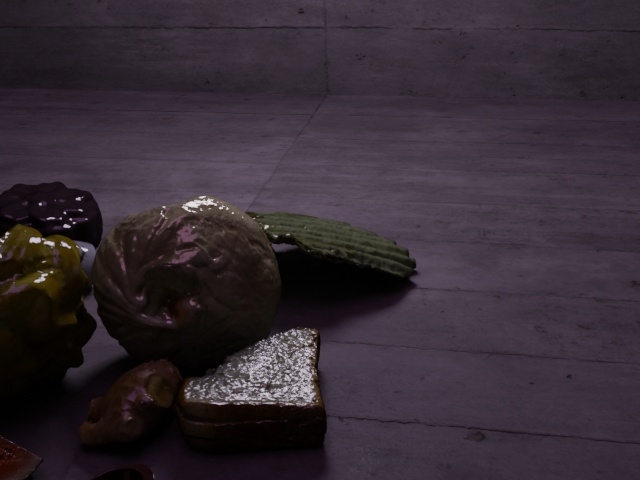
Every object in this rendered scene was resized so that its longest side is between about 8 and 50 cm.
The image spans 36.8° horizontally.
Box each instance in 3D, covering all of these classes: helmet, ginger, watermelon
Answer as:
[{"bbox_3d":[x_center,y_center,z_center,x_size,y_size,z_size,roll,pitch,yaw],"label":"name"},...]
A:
[{"bbox_3d":[-0.300,0.388,1.446,0.111,0.057,0.089,-16,24,-18],"label":"helmet"},{"bbox_3d":[-0.312,0.272,1.650,0.157,0.102,0.216,-25,17,35],"label":"ginger"},{"bbox_3d":[-0.521,0.339,1.533,0.125,0.094,0.135,-24,27,-25],"label":"watermelon"}]

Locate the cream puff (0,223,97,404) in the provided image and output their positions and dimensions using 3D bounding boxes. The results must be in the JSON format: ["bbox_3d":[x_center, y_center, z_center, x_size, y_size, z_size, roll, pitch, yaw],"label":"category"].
[{"bbox_3d":[-0.550,0.151,1.726,0.378,0.275,0.378,-38,13,11],"label":"cream puff"}]

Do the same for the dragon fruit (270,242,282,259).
[{"bbox_3d":[-0.208,0.061,2.063,0.261,0.163,0.189,9,-28,-32],"label":"dragon fruit"}]

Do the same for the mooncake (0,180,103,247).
[{"bbox_3d":[-0.677,-0.050,2.357,0.283,0.141,0.283,0,26,0],"label":"mooncake"}]

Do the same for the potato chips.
[{"bbox_3d":[0.000,0.000,2.156,0.429,0.070,0.358,10,10,-26],"label":"potato chips"}]

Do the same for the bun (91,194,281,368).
[{"bbox_3d":[-0.247,0.092,1.797,0.349,0.352,0.227,-41,13,6],"label":"bun"}]

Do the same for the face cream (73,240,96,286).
[{"bbox_3d":[-0.554,0.056,2.134,0.104,0.117,0.117,-7,24,-27],"label":"face cream"}]

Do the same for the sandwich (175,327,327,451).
[{"bbox_3d":[-0.116,0.251,1.683,0.254,0.100,0.288,-1,25,1],"label":"sandwich"}]
